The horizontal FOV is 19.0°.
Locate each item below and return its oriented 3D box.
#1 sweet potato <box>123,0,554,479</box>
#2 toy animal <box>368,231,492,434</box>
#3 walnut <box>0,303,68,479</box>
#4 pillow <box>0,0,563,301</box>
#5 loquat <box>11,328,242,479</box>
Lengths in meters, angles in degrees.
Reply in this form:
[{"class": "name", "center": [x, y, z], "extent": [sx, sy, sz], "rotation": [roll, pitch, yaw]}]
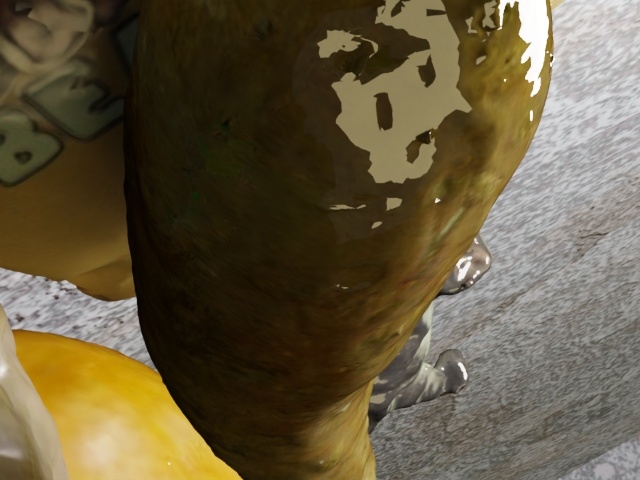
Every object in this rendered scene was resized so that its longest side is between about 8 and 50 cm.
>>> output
[{"class": "sweet potato", "center": [-0.005, 0.000, 0.654], "extent": [0.130, 0.130, 0.422], "rotation": [-23, 152, -19]}, {"class": "toy animal", "center": [0.024, 0.067, 1.313], "extent": [0.168, 0.106, 0.343], "rotation": [-10, 149, -30]}, {"class": "walnut", "center": [-0.225, 0.104, 0.789], "extent": [0.248, 0.248, 0.248], "rotation": [-26, 162, -9]}, {"class": "pillow", "center": [-0.048, -0.085, 0.739], "extent": [0.310, 0.119, 0.312], "rotation": [-31, 157, 14]}, {"class": "loquat", "center": [-0.177, 0.206, 1.048], "extent": [0.328, 0.328, 0.328], "rotation": [-26, 162, -9]}]
